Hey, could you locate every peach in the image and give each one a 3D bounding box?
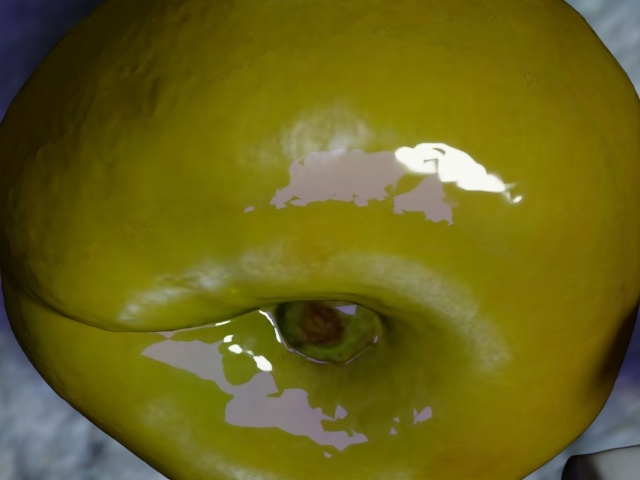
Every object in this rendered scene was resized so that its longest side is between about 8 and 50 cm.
[{"bbox_3d":[0.000,0.000,0.620,0.251,0.153,0.251,4,127,5],"label":"peach"}]

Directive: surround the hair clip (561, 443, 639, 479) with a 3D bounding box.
[{"bbox_3d":[0.256,0.083,0.646,0.330,0.085,0.101,2,127,-25],"label":"hair clip"}]
